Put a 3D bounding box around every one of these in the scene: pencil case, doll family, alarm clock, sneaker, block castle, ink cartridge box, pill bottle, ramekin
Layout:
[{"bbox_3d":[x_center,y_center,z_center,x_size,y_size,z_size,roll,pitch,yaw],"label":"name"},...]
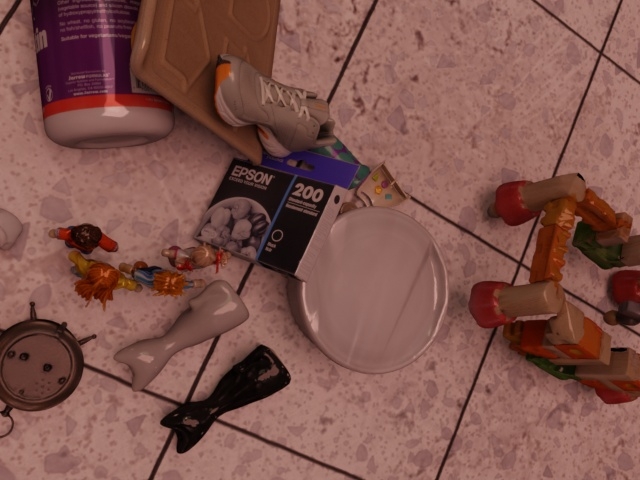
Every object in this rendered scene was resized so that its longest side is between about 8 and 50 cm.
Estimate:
[{"bbox_3d":[0.013,-0.152,1.207,0.151,0.064,0.070,46,34,-15],"label":"pencil case"},{"bbox_3d":[-0.264,0.049,1.027,0.263,0.163,0.118,10,84,-23],"label":"doll family"},{"bbox_3d":[-0.419,0.197,1.014,0.129,0.064,0.192,32,79,-19],"label":"alarm clock"},{"bbox_3d":[-0.056,-0.198,1.015,0.262,0.121,0.099,27,63,-66],"label":"sneaker"},{"bbox_3d":[0.492,0.106,1.333,0.453,0.213,0.303,31,65,-26],"label":"block castle"},{"bbox_3d":[-0.070,-0.061,1.107,0.208,0.206,0.045,-65,150,-13],"label":"ink cartridge box"},{"bbox_3d":[-0.315,-0.300,1.008,0.182,0.181,0.322,-7,90,-23],"label":"pill bottle"},{"bbox_3d":[0.069,0.080,1.177,0.273,0.127,0.272,1,88,-23],"label":"ramekin"}]

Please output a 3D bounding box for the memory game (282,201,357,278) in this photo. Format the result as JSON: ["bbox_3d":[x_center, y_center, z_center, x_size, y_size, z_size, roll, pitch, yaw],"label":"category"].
[{"bbox_3d":[0.000,0.000,1.225,0.186,0.012,0.186,0,89,-23],"label":"memory game"}]

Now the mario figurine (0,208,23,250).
[{"bbox_3d":[-0.540,0.017,0.956,0.198,0.170,0.320,-1,76,12],"label":"mario figurine"}]

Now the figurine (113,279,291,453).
[{"bbox_3d":[-0.184,0.195,1.091,0.209,0.092,0.214,-36,110,-15],"label":"figurine"}]

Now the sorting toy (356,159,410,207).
[{"bbox_3d":[0.104,-0.089,1.259,0.075,0.045,0.083,-39,103,-12],"label":"sorting toy"}]

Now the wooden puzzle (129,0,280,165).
[{"bbox_3d":[-0.165,-0.313,1.018,0.348,0.081,0.322,38,54,-63],"label":"wooden puzzle"}]
